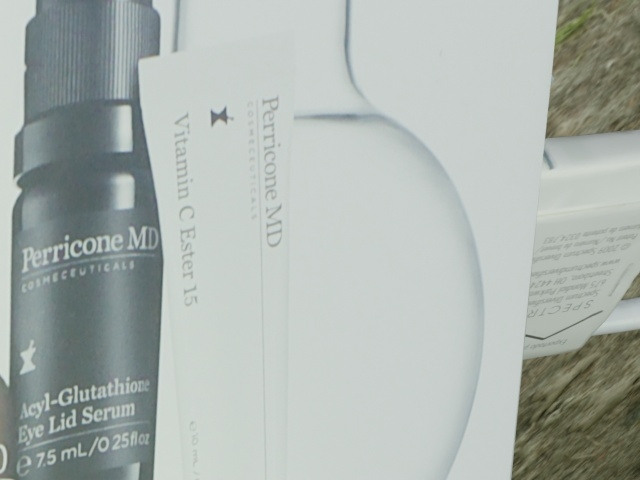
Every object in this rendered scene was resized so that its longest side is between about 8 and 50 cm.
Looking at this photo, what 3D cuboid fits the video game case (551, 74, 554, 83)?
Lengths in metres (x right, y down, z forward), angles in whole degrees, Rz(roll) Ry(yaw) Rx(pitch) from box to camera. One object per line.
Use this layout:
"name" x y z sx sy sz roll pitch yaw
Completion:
"video game case" 0.049 -0.056 1.096 0.190 0.022 0.173 -48 154 2

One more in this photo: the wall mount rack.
"wall mount rack" 0.000 0.000 0.701 0.350 0.130 0.304 -7 145 -25

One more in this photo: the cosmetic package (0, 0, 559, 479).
"cosmetic package" -0.119 -0.014 0.383 0.377 0.097 0.284 -9 109 -35
